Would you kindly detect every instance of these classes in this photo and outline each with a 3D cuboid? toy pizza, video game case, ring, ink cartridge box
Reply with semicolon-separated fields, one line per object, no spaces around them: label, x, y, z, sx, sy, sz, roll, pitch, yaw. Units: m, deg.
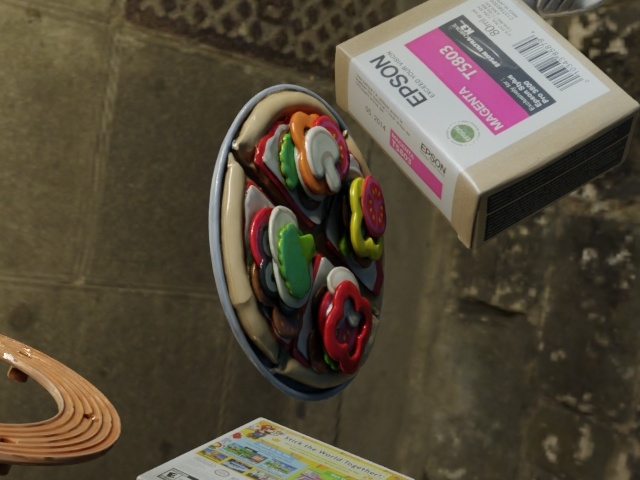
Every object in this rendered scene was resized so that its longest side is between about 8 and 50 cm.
toy pizza;0.000;0.000;0.641;0.201;0.032;0.201;17;71;-57
video game case;-0.045;0.265;1.087;0.206;0.226;0.026;-16;115;-51
ring;-0.339;0.124;0.897;0.336;0.336;0.032;20;95;-40
ink cartridge box;0.155;-0.134;0.986;0.193;0.235;0.088;-29;149;-17

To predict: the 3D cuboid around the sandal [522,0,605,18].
sandal;0.284;-0.331;1.388;0.076;0.265;0.102;16;87;-50
